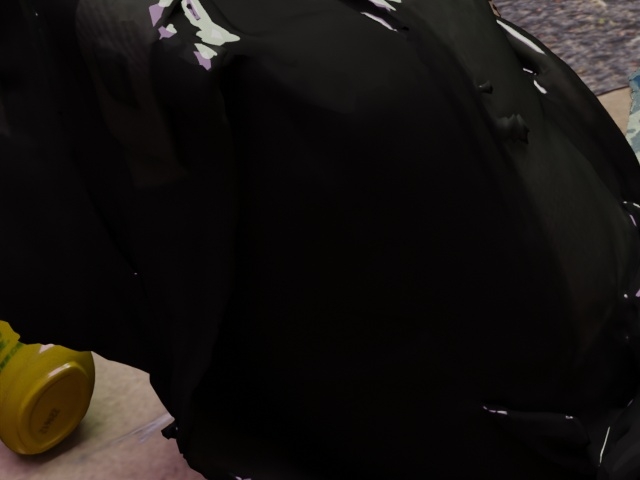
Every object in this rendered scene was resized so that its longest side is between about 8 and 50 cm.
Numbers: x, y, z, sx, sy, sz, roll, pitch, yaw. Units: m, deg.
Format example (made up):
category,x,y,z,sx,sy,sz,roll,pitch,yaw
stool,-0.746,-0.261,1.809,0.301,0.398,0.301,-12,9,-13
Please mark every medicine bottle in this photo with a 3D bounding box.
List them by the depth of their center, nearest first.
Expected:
category,x,y,z,sx,sy,sz,roll,pitch,yaw
medicine bottle,-0.230,0.032,0.969,0.064,0.095,0.260,2,34,-39

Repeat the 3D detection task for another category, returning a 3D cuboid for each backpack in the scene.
category,x,y,z,sx,sy,sz,roll,pitch,yaw
backpack,0.000,0.000,0.670,0.363,0.446,0.255,22,66,47

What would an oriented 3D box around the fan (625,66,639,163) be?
category,x,y,z,sx,sy,sz,roll,pitch,yaw
fan,0.291,-0.110,1.065,0.131,0.009,0.240,12,44,31
